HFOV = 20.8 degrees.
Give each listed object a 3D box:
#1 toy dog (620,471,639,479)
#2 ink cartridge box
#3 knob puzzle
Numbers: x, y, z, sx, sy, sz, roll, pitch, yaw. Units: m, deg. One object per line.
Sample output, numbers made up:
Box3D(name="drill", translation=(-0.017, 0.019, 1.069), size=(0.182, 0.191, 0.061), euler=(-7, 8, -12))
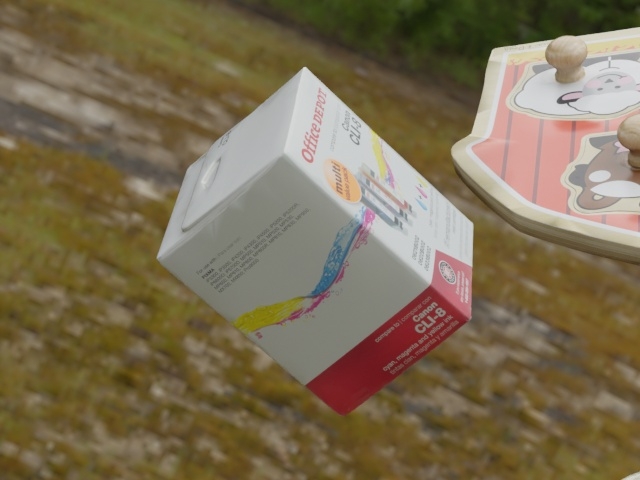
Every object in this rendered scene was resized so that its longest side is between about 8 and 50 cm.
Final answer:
Box3D(name="toy dog", translation=(0.346, 0.263, 0.853), size=(0.284, 0.395, 0.408), euler=(-34, 55, -24))
Box3D(name="ink cartridge box", translation=(0.000, 0.000, 1.188), size=(0.176, 0.127, 0.128), euler=(41, 28, -19))
Box3D(name="knob puzzle", translation=(0.148, -0.053, 0.728), size=(0.213, 0.030, 0.213), euler=(-11, 31, 6))
